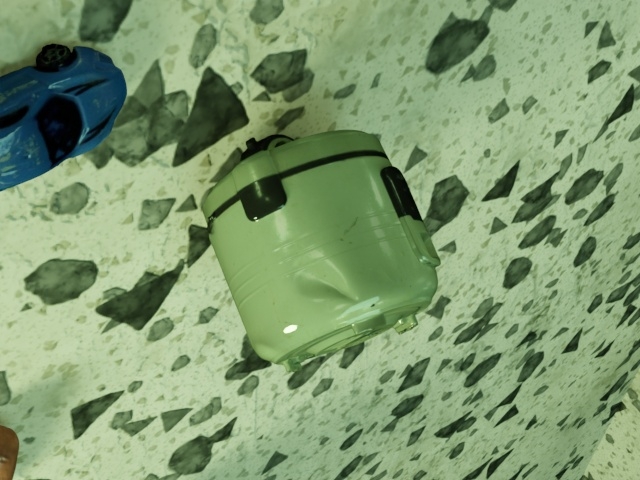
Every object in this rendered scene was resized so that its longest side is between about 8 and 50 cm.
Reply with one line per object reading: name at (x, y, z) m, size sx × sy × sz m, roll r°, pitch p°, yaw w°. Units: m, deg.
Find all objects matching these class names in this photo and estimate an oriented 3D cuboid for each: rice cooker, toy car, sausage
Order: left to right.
sausage at (-0.385, 0.277, 1.037) m, size 0.062 × 0.062 × 0.154 m, roll -6°, pitch 131°, yaw -44°
toy car at (-0.256, -0.087, 0.758) m, size 0.216 × 0.063 × 0.103 m, roll -29°, pitch 144°, yaw -21°
rice cooker at (0.000, 0.000, 0.976) m, size 0.226 × 0.244 × 0.226 m, roll -23°, pitch 165°, yaw -6°
